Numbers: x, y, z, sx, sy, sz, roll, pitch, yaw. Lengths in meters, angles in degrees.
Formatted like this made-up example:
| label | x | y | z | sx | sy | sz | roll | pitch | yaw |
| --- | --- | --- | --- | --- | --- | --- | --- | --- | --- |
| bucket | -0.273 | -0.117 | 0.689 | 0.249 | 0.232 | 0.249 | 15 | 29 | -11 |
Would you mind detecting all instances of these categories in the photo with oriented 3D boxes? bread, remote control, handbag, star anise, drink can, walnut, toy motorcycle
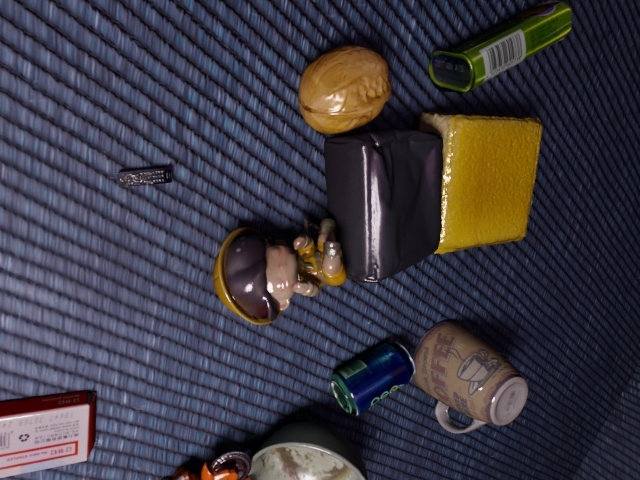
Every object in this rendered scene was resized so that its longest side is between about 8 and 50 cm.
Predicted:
| label | x | y | z | sx | sy | sz | roll | pitch | yaw |
| --- | --- | --- | --- | --- | --- | --- | --- | --- | --- |
| bread | 0.383 | -0.146 | 1.070 | 0.324 | 0.143 | 0.333 | -5 | 106 | -27 |
| remote control | -0.312 | -0.113 | 0.762 | 0.091 | 0.016 | 0.034 | -11 | 125 | -26 |
| handbag | 0.133 | -0.090 | 0.928 | 0.275 | 0.178 | 0.302 | -20 | 113 | -42 |
| star anise | -0.007 | -0.004 | 0.938 | 0.124 | 0.056 | 0.129 | -46 | 136 | -13 |
| drink can | 0.133 | 0.345 | 1.085 | 0.205 | 0.118 | 0.118 | -23 | 114 | -21 |
| walnut | 0.050 | -0.293 | 0.836 | 0.207 | 0.159 | 0.159 | -29 | 117 | -27 |
| toy motorcycle | -0.244 | 0.606 | 0.929 | 0.221 | 0.148 | 0.325 | -11 | 112 | -19 |

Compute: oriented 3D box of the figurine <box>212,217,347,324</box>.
| label | x | y | z | sx | sy | sz | roll | pitch | yaw |
| --- | --- | --- | --- | --- | --- | --- | --- | --- | --- |
| figurine | -0.078 | 0.062 | 0.830 | 0.257 | 0.192 | 0.167 | -6 | 145 | 4 |

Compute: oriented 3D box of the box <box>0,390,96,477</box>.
| label | x | y | z | sx | sy | sz | roll | pitch | yaw |
| --- | --- | --- | --- | --- | --- | --- | --- | --- | --- |
| box | -0.525 | 0.345 | 0.755 | 0.229 | 0.050 | 0.123 | 1 | 105 | -30 |

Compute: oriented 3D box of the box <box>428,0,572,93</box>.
| label | x | y | z | sx | sy | sz | roll | pitch | yaw |
| --- | --- | --- | --- | --- | --- | --- | --- | --- | --- |
| box | 0.423 | -0.458 | 1.008 | 0.345 | 0.134 | 0.097 | -31 | 121 | -17 |

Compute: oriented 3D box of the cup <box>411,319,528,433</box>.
| label | x | y | z | sx | sy | sz | roll | pitch | yaw |
| --- | --- | --- | --- | --- | --- | --- | --- | --- | --- |
| cup | 0.404 | 0.410 | 1.177 | 0.227 | 0.257 | 0.301 | 1 | 105 | -27 |

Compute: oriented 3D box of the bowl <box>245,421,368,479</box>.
| label | x | y | z | sx | sy | sz | roll | pitch | yaw |
| --- | --- | --- | --- | --- | --- | --- | --- | --- | --- |
| bowl | -0.017 | 0.533 | 1.012 | 0.289 | 0.146 | 0.289 | 5 | 113 | 11 |

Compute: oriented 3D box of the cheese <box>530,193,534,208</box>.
| label | x | y | z | sx | sy | sz | roll | pitch | yaw |
| --- | --- | --- | --- | --- | --- | --- | --- | --- | --- |
| cheese | 0.582 | -0.114 | 1.257 | 0.121 | 0.026 | 0.067 | 3 | 103 | -30 |
